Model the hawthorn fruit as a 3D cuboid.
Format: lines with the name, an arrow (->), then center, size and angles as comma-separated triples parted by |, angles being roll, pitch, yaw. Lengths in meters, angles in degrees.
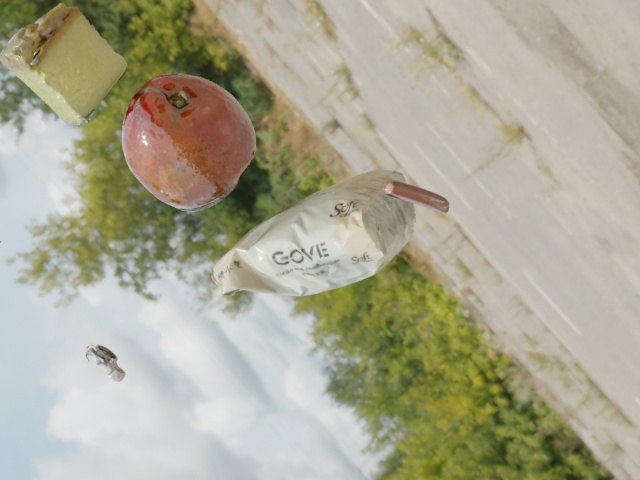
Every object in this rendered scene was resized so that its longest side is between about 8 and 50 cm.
hawthorn fruit -> -0.173, -0.130, 1.149 | 0.173, 0.173, 0.173 | 49, -179, -1

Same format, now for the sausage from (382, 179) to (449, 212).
sausage -> 0.173, -0.081, 1.641 | 0.147, 0.035, 0.030 | 17, -167, -31

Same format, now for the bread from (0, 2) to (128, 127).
bread -> -0.372, -0.245, 1.283 | 0.152, 0.127, 0.147 | -4, 135, 51

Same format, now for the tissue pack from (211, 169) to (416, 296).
tissue pack -> 0.000, 0.000, 1.910 | 0.195, 0.375, 0.390 | 69, -160, -10

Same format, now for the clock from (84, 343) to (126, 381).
clock -> -0.525, 0.298, 2.214 | 0.087, 0.041, 0.129 | 34, -175, -45
